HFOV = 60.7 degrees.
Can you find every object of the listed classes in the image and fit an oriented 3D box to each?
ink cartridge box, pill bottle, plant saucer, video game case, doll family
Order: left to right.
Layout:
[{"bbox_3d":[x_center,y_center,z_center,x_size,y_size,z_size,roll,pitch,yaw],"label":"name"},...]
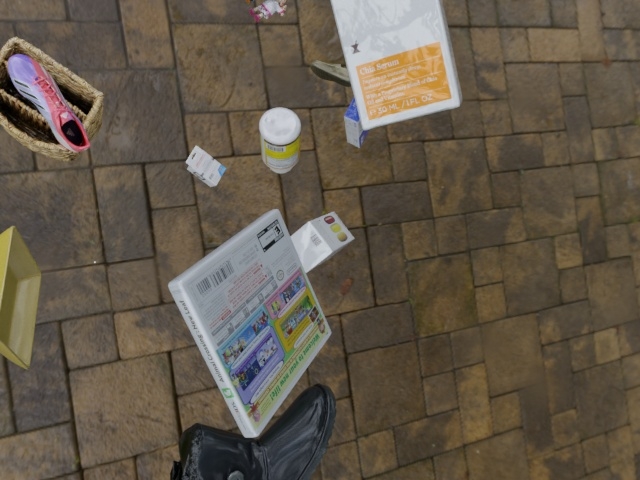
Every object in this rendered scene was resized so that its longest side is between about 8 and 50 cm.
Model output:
[{"bbox_3d":[-0.913,0.176,1.596,0.081,0.333,0.333,-1,62,-13],"label":"plant saucer"},{"bbox_3d":[-0.250,-0.159,1.170,0.083,0.028,0.048,39,66,-31],"label":"ink cartridge box"},{"bbox_3d":[-0.210,-0.875,1.837,0.163,0.118,0.263,-40,84,-16],"label":"doll family"},{"bbox_3d":[-0.069,0.087,0.653,0.212,0.023,0.193,-45,116,-56],"label":"video game case"},{"bbox_3d":[-0.116,-0.281,1.591,0.117,0.215,0.117,1,69,-3],"label":"pill bottle"},{"bbox_3d":[0.111,-0.342,1.537,0.046,0.207,0.097,27,85,9],"label":"ink cartridge box"}]

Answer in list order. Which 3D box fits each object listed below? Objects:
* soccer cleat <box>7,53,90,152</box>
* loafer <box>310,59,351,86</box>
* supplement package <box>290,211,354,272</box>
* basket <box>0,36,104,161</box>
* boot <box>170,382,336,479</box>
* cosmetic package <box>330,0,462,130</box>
[{"bbox_3d":[-0.620,-0.315,1.268,0.083,0.095,0.248,-44,130,-28],"label":"soccer cleat"},{"bbox_3d":[0.039,-0.531,1.719,0.148,0.056,0.050,23,75,-6],"label":"loafer"},{"bbox_3d":[0.000,0.000,1.982,0.134,0.244,0.139,-39,86,24],"label":"supplement package"},{"bbox_3d":[-0.811,-0.390,1.584,0.299,0.223,0.213,36,68,-12],"label":"basket"},{"bbox_3d":[-0.106,0.320,0.856,0.207,0.094,0.246,28,85,-28],"label":"boot"},{"bbox_3d":[0.161,-0.501,1.229,0.230,0.161,0.453,-12,103,20],"label":"cosmetic package"}]
